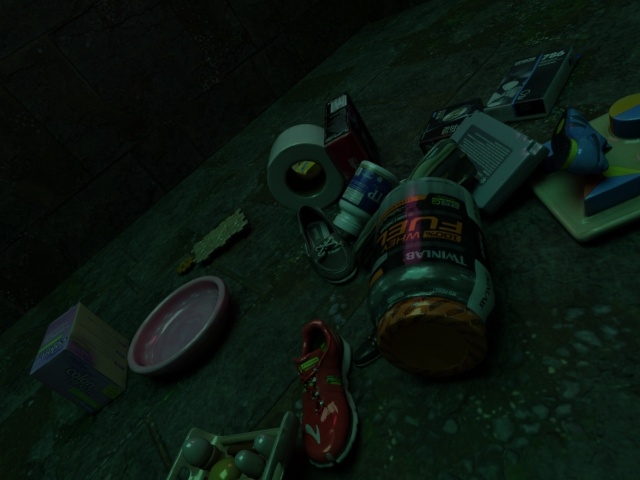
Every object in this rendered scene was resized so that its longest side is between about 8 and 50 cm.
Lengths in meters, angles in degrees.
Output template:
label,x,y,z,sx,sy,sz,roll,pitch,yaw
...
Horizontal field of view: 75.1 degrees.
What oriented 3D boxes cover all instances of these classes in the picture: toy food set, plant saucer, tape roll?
label,x,y,z,sx,sy,sz,roll,pitch,yaw
toy food set,-0.175,0.406,0.688,0.306,0.092,0.219,-29,28,39
plant saucer,-0.387,0.247,1.182,0.333,0.084,0.332,-26,31,17
tape roll,-0.047,-0.237,1.364,0.246,0.246,0.169,-26,31,16

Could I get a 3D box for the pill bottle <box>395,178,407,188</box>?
label,x,y,z,sx,sy,sz,roll,pitch,yaw
pill bottle,0.238,-0.107,1.070,0.067,0.067,0.120,-29,30,10

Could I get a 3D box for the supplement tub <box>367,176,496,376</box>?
label,x,y,z,sx,sy,sz,roll,pitch,yaw
supplement tub,0.195,0.054,0.749,0.207,0.207,0.337,-19,34,26

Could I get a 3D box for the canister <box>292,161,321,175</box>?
label,x,y,z,sx,sy,sz,roll,pitch,yaw
canister,-0.047,-0.265,1.575,0.126,0.073,0.170,-45,30,-17

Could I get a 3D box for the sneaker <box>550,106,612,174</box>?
label,x,y,z,sx,sy,sz,roll,pitch,yaw
sneaker,0.498,-0.188,0.795,0.082,0.069,0.209,16,43,11

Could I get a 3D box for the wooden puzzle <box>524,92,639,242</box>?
label,x,y,z,sx,sy,sz,roll,pitch,yaw
wooden puzzle,0.579,-0.173,0.809,0.323,0.080,0.347,-27,31,16

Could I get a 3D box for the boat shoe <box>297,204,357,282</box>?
label,x,y,z,sx,sy,sz,roll,pitch,yaw
boat shoe,0.000,0.000,1.129,0.112,0.095,0.335,-34,30,2

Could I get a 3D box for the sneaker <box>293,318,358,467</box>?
label,x,y,z,sx,sy,sz,roll,pitch,yaw
sneaker,-0.008,0.259,0.749,0.108,0.118,0.278,-27,31,16

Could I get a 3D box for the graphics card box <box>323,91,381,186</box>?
label,x,y,z,sx,sy,sz,roll,pitch,yaw
graphics card box,0.105,-0.295,1.305,0.094,0.232,0.370,-26,30,18

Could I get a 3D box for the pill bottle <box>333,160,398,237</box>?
label,x,y,z,sx,sy,sz,roll,pitch,yaw
pill bottle,0.115,-0.107,1.110,0.186,0.112,0.112,-61,31,5

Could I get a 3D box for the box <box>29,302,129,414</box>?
label,x,y,z,sx,sy,sz,roll,pitch,yaw
box,-0.690,0.341,1.223,0.117,0.213,0.243,-38,31,-4

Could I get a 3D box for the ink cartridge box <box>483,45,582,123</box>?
label,x,y,z,sx,sy,sz,roll,pitch,yaw
ink cartridge box,0.615,-0.462,1.200,0.166,0.065,0.332,3,46,48

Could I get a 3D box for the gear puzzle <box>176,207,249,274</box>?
label,x,y,z,sx,sy,sz,roll,pitch,yaw
gear puzzle,-0.404,0.022,1.566,0.339,0.044,0.175,-40,32,-2

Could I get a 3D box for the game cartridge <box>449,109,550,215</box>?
label,x,y,z,sx,sy,sz,roll,pitch,yaw
game cartridge,0.376,-0.185,0.982,0.198,0.062,0.297,-58,22,24

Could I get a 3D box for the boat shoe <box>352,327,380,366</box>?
label,x,y,z,sx,sy,sz,roll,pitch,yaw
boat shoe,0.111,0.189,0.808,0.133,0.042,0.049,-40,32,-4

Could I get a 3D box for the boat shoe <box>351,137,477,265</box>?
label,x,y,z,sx,sy,sz,roll,pitch,yaw
boat shoe,0.210,-0.061,0.949,0.355,0.130,0.132,-51,-6,20

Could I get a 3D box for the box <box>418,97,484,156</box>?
label,x,y,z,sx,sy,sz,roll,pitch,yaw
box,0.387,-0.319,1.210,0.148,0.077,0.180,-5,41,40
